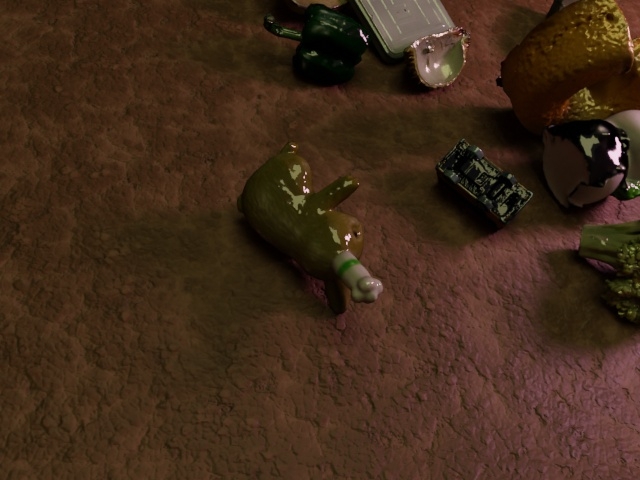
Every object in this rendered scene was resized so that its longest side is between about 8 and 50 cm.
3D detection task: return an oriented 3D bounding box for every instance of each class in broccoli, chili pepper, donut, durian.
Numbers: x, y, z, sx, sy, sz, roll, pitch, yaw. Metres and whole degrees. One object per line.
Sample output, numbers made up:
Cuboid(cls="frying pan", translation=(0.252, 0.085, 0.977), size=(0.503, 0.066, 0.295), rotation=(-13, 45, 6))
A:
Cuboid(cls="broccoli", translation=(0.667, 0.034, 1.377), size=(0.243, 0.263, 0.247), rotation=(14, 12, 30))
Cuboid(cls="chili pepper", translation=(-0.012, -0.502, 1.616), size=(0.261, 0.174, 0.165), rotation=(21, 48, -3))
Cuboid(cls="donut", translation=(0.643, -0.369, 1.551), size=(0.435, 0.377, 0.164), rotation=(5, 65, -29))
Cuboid(cls="durian", translation=(0.297, -0.472, 1.684), size=(0.252, 0.139, 0.144), rotation=(-19, 64, -25))

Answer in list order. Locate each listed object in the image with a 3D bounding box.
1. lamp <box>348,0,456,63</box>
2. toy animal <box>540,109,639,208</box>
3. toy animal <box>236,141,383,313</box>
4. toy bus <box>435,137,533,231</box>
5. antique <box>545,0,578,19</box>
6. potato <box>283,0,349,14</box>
Cuboid(cls="lamp", translation=(0.218, -0.630, 1.790), size=(0.266, 0.047, 0.269), rotation=(-27, 84, -27))
Cuboid(cls="toy animal", translation=(0.659, -0.184, 1.500), size=(0.266, 0.213, 0.213), rotation=(-9, 56, -11))
Cuboid(cls="toy animal", translation=(0.008, -0.015, 1.260), size=(0.180, 0.181, 0.363), rotation=(-39, 68, -24))
Cuboid(cls="toy bus", translation=(0.357, -0.116, 1.441), size=(0.098, 0.114, 0.201), rotation=(-46, 71, -4))
Cuboid(cls="antique", translation=(0.716, -0.611, 1.885), size=(0.150, 0.125, 0.284), rotation=(26, 52, 9))
Cuboid(cls="potato", translation=(-0.024, -0.711, 1.793), size=(0.239, 0.116, 0.299), rotation=(49, 59, -5))
